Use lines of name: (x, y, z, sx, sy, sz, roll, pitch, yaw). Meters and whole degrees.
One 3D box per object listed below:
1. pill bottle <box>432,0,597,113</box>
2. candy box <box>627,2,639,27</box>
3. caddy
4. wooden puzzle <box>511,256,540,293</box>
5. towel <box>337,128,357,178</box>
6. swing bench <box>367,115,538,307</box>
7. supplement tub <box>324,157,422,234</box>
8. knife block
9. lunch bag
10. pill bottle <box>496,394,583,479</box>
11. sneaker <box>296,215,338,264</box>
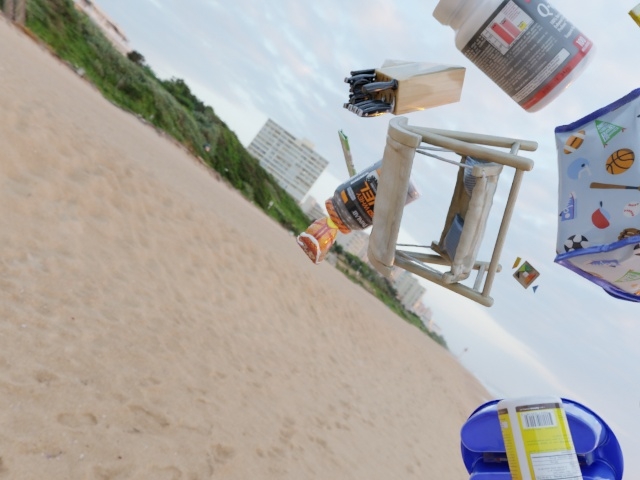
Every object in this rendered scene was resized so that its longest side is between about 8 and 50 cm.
pill bottle: (0.466, -0.506, 1.209, 0.363, 0.210, 0.210, 42, -2, -1)
candy box: (0.757, -0.437, 1.027, 0.205, 0.105, 0.027, 52, 14, 2)
caddy: (0.474, 0.478, 1.089, 0.342, 0.241, 0.179, -11, -14, 28)
wooden puzzle: (0.662, 0.110, 1.587, 0.014, 0.078, 0.116, 7, 28, -39)
towel: (0.081, -0.210, 1.290, 0.113, 0.023, 0.151, -109, -179, -62)
swing bench: (0.207, -0.059, 0.850, 0.255, 0.253, 0.165, 16, 26, 20)
supplement tub: (0.112, -0.097, 1.066, 0.117, 0.190, 0.117, 49, 20, -26)
knife block: (0.198, -0.353, 1.171, 0.276, 0.088, 0.242, 9, 37, 10)
lunch bag: (0.664, -0.055, 1.007, 0.386, 0.327, 0.239, 20, -22, -27)
pill bottle: (0.399, 0.395, 0.885, 0.117, 0.214, 0.117, -4, -24, -2)
sneaker: (0.000, 0.000, 0.847, 0.064, 0.067, 0.175, 50, -10, -2)
